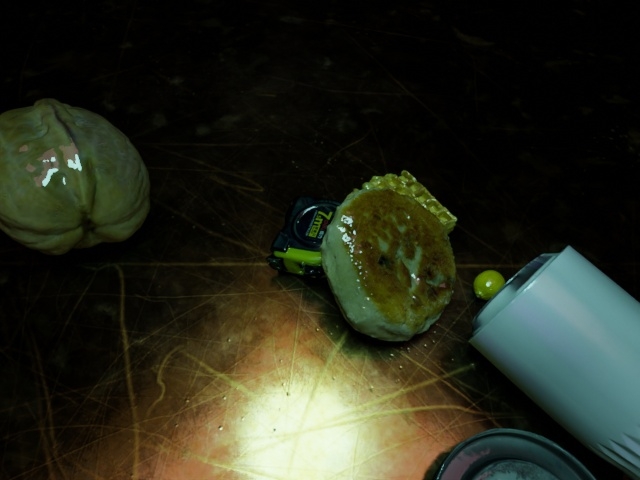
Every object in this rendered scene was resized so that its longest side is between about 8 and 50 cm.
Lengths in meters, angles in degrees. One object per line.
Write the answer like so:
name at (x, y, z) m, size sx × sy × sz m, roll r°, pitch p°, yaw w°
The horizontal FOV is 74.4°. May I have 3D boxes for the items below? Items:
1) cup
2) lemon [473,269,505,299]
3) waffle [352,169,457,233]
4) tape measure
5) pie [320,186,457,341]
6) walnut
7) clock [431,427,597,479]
cup at (0.473, 0.208, 0.739) m, size 0.253 × 0.253 × 0.371 m, roll -35°, pitch 68°, yaw -23°
lemon at (0.364, 0.098, 0.914) m, size 0.083 × 0.062 × 0.062 m, roll -37°, pitch 65°, yaw -24°
waffle at (0.171, -0.068, 1.010) m, size 0.219 × 0.057 × 0.229 m, roll -26°, pitch 60°, yaw -25°
tape measure at (0.000, 0.000, 0.928) m, size 0.186 × 0.112 × 0.199 m, roll 10°, pitch 60°, yaw 20°
pie at (0.148, 0.040, 0.840) m, size 0.315 × 0.092 × 0.315 m, roll 6°, pitch 75°, yaw -24°
walnut at (-0.539, -0.141, 0.901) m, size 0.306 × 0.306 × 0.343 m, roll -24°, pitch 64°, yaw -17°
clock at (0.319, 0.467, 0.664) m, size 0.313 × 0.061 × 0.312 m, roll 1°, pitch 56°, yaw -2°
